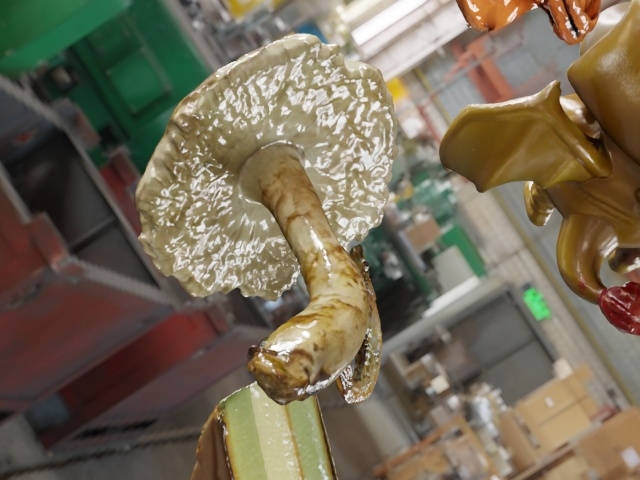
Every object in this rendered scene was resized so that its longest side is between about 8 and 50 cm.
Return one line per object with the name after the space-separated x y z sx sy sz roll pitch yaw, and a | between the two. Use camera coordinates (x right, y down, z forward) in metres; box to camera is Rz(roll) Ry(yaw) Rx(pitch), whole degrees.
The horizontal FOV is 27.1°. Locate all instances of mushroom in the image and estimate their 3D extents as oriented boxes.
-0.018 0.009 1.015 0.233 0.208 0.301 2 63 -31 | mushroom

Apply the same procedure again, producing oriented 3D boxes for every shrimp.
0.026 0.066 1.046 0.091 0.025 0.127 5 81 -67 | shrimp

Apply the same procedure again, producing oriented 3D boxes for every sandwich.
-0.027 0.220 1.153 0.144 0.117 0.187 41 -44 24 | sandwich

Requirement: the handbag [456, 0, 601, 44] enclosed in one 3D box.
0.177 -0.380 1.074 0.116 0.303 0.410 12 -25 25 | handbag

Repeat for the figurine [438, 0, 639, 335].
0.384 -0.095 1.470 0.401 0.268 0.387 44 -42 16 | figurine
